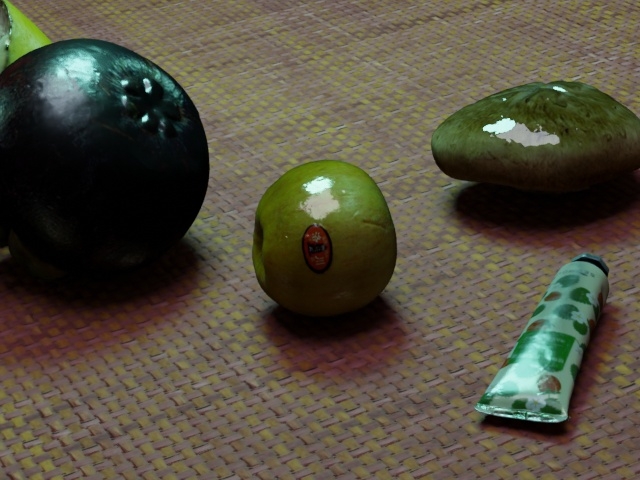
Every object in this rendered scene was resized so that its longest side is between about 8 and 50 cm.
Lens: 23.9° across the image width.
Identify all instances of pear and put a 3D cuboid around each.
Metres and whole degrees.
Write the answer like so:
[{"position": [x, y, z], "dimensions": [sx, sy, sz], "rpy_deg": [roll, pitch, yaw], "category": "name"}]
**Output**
[{"position": [-0.450, -0.237, 2.238], "dimensions": [0.178, 0.267, 0.267], "rpy_deg": [10, 16, -33], "category": "pear"}]

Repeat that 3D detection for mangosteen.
[{"position": [-0.282, -0.088, 1.818], "dimensions": [0.300, 0.300, 0.300], "rpy_deg": [-4, 27, 2], "category": "mangosteen"}]

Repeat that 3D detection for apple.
[{"position": [0.000, 0.000, 1.683], "dimensions": [0.155, 0.183, 0.182], "rpy_deg": [-14, 28, -12], "category": "apple"}]

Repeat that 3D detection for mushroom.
[{"position": [0.279, -0.130, 1.914], "dimensions": [0.278, 0.146, 0.278], "rpy_deg": [-3, 20, 1], "category": "mushroom"}]

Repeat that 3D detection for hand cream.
[{"position": [0.245, 0.102, 1.570], "dimensions": [0.095, 0.059, 0.276], "rpy_deg": [5, 33, 24], "category": "hand cream"}]
